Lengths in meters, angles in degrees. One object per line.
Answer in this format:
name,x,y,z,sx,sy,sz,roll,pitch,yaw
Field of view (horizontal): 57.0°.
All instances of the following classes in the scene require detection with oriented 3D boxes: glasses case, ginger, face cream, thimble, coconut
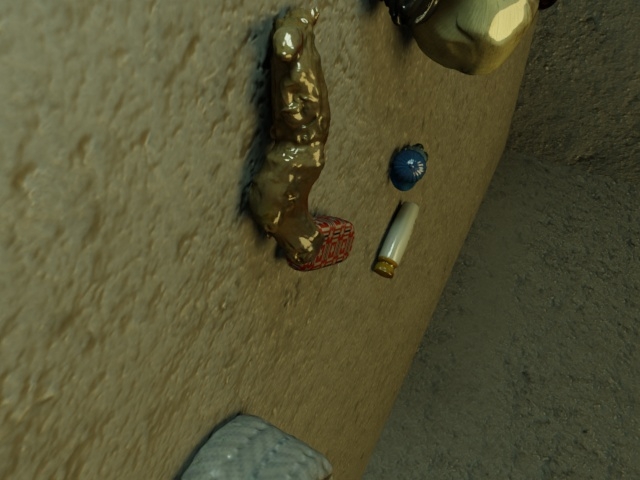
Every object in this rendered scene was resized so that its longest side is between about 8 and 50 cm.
glasses case,0.000,0.000,0.852,0.194,0.049,0.073,-7,114,-70
ginger,-0.033,-0.097,0.645,0.122,0.084,0.290,-82,176,-57
face cream,0.175,-0.002,1.345,0.072,0.051,0.182,65,47,-66
thimble,-0.093,0.364,0.794,0.217,0.157,0.245,-70,161,-1
coconut,0.238,-0.375,0.920,0.224,0.224,0.224,-55,156,-39

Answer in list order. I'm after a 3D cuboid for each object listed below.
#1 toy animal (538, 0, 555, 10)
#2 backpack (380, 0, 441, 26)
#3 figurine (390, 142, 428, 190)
toy animal,0.486,-0.675,1.319,0.302,0.194,0.344,-54,151,-54
backpack,0.144,-0.399,0.741,0.206,0.133,0.258,-14,133,-59
figurine,0.193,-0.159,1.203,0.136,0.079,0.077,-43,106,-46
